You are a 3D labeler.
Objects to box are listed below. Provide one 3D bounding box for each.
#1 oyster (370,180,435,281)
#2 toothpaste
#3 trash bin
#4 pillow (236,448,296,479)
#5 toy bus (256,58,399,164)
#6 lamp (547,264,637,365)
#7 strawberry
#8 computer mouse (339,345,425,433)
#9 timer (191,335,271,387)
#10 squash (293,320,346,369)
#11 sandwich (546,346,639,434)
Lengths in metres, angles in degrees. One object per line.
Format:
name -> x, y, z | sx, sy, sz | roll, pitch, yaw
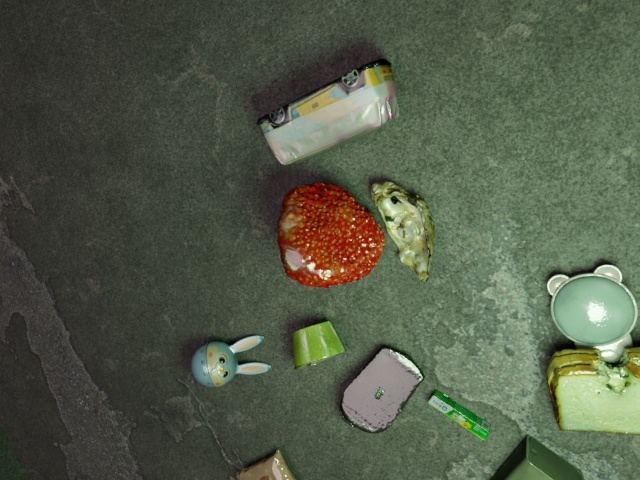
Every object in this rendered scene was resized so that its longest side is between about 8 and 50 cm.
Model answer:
oyster -> 0.243, -0.030, 1.263 | 0.166, 0.094, 0.294 | -3, 110, 43
toothpaste -> 0.399, 0.499, 1.309 | 0.179, 0.043, 0.037 | 31, 114, 16
trash bin -> 0.560, 0.683, 1.232 | 0.164, 0.122, 0.240 | 35, 114, 15
pillow -> -0.165, 0.877, 1.612 | 0.223, 0.084, 0.236 | -34, 89, 25
toy bus -> 0.035, -0.339, 1.249 | 0.387, 0.171, 0.162 | -19, 102, 26
lamp -> 0.661, 0.189, 1.096 | 0.180, 0.108, 0.245 | -17, 93, 30
strawberry -> 0.000, 0.000, 1.223 | 0.312, 0.351, 0.267 | 50, 123, 2
computer mouse -> 0.181, 0.452, 1.378 | 0.168, 0.087, 0.295 | 38, 100, 10
timer -> -0.321, 0.419, 1.552 | 0.256, 0.175, 0.175 | -9, 96, 24
squash -> -0.012, 0.321, 1.399 | 0.170, 0.170, 0.122 | -22, 79, 26
sandwich -> 0.687, 0.354, 1.072 | 0.274, 0.095, 0.248 | -8, 125, 24
